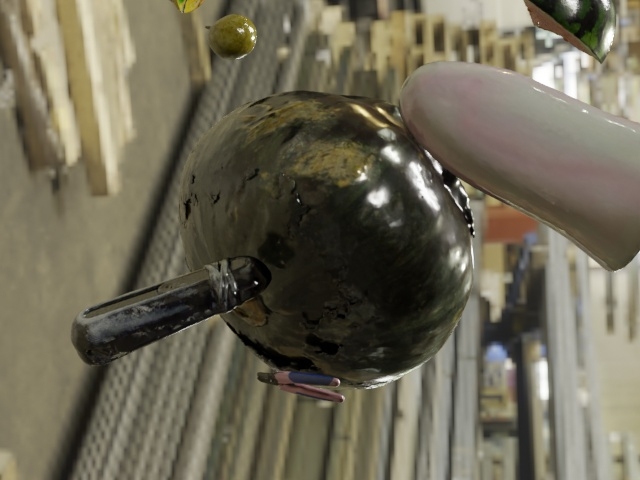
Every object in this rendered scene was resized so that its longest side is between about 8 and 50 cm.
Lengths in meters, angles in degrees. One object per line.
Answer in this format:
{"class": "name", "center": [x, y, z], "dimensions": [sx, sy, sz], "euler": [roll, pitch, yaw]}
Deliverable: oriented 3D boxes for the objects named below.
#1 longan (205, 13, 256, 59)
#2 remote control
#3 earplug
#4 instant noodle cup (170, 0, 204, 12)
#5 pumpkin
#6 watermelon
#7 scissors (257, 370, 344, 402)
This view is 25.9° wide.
{"class": "longan", "center": [-0.136, -0.306, 2.071], "dimensions": [0.075, 0.083, 0.075], "euler": [-47, 152, -34]}
{"class": "remote control", "center": [-0.192, 0.077, 1.754], "dimensions": [0.090, 0.266, 0.066], "euler": [-115, -178, -49]}
{"class": "earplug", "center": [0.225, -0.105, 1.526], "dimensions": [0.172, 0.301, 0.172], "euler": [-155, -90, -85]}
{"class": "instant noodle cup", "center": [-0.200, -0.404, 1.893], "dimensions": [0.151, 0.122, 0.151], "euler": [-53, 166, -19]}
{"class": "pumpkin", "center": [0.000, 0.000, 1.964], "dimensions": [0.344, 0.454, 0.454], "euler": [-37, 132, -40]}
{"class": "watermelon", "center": [0.420, -0.378, 2.266], "dimensions": [0.193, 0.145, 0.137], "euler": [-33, 149, -39]}
{"class": "scissors", "center": [-0.026, 0.169, 1.645], "dimensions": [0.012, 0.113, 0.039], "euler": [-59, 147, -40]}
